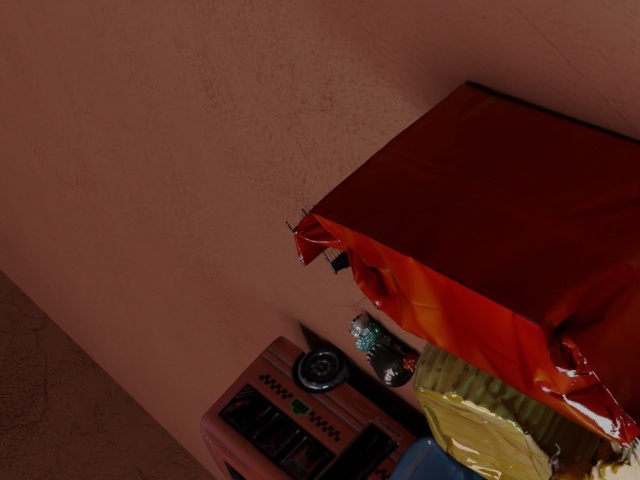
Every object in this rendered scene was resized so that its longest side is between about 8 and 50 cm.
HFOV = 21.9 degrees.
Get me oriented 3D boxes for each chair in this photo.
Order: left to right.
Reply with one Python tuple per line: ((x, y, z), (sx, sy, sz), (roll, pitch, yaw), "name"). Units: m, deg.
((0.000, 0.001, 1.956), (0.086, 0.037, 0.042), (54, 151, -7), "chair")

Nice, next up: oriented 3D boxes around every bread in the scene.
((0.193, 0.158, 1.650), (0.179, 0.133, 0.250), (22, 160, 36), "bread")

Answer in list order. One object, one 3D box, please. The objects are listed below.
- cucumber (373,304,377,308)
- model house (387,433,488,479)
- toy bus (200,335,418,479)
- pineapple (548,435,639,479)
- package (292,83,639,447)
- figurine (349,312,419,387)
((0.125, 0.045, 1.708), (0.067, 0.067, 0.245), (51, 161, -13), "cucumber")
((0.200, 0.411, 1.988), (0.303, 0.237, 0.215), (36, 177, -8), "model house")
((0.043, 0.334, 2.272), (0.427, 0.233, 0.203), (36, 160, 35), "toy bus")
((0.355, 0.225, 1.456), (0.344, 0.209, 0.286), (8, 109, 32), "pineapple")
((0.154, 0.003, 1.306), (0.423, 0.196, 0.123), (29, 151, 49), "package")
((0.079, 0.136, 2.065), (0.106, 0.047, 0.060), (47, 129, 25), "figurine")
